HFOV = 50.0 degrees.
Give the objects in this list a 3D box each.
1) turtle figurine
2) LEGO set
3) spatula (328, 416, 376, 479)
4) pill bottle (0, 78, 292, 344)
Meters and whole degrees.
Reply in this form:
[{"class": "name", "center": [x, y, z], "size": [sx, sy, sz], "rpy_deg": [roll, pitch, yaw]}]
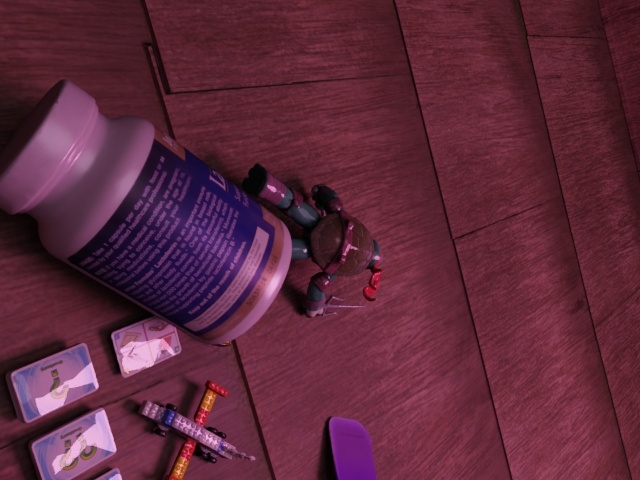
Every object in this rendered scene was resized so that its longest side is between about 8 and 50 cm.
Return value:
[{"class": "turtle figurine", "center": [0.000, 0.000, 0.866], "size": [0.234, 0.118, 0.175], "rpy_deg": [23, 66, -35]}, {"class": "LEGO set", "center": [-0.166, 0.173, 0.692], "size": [0.244, 0.060, 0.183], "rpy_deg": [-21, 100, -47]}, {"class": "spatula", "center": [0.035, 0.380, 0.875], "size": [0.084, 0.030, 0.297], "rpy_deg": [21, 66, -42]}, {"class": "pill bottle", "center": [-0.167, -0.022, 0.656], "size": [0.264, 0.153, 0.153], "rpy_deg": [37, 57, -31]}]
